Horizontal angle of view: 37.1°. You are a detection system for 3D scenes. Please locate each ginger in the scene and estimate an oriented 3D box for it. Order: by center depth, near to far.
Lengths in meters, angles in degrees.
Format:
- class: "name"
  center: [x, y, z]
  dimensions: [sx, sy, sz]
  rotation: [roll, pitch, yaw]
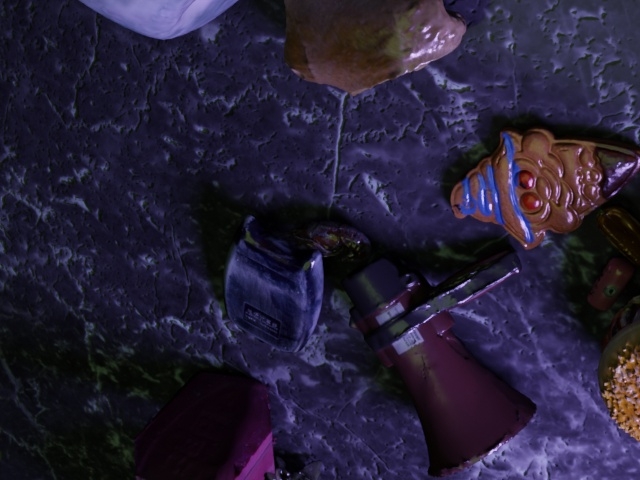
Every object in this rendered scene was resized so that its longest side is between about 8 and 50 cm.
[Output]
- class: "ginger"
  center: [0.057, -0.304, 1.262]
  dimensions: [0.275, 0.130, 0.221]
  rotation: [-31, 91, 27]

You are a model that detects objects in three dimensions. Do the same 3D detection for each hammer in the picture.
- class: "hammer"
  center: [0.408, 0.062, 1.339]
  dimensions: [0.043, 0.043, 0.083]
  rotation: [30, 124, 7]

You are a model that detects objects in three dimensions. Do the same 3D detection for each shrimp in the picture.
- class: "shrimp"
  center: [0.000, 0.000, 1.481]
  dimensions: [0.165, 0.056, 0.065]
  rotation: [3, 122, 26]

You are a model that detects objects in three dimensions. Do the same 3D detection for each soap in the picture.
- class: "soap"
  center: [-0.193, 0.358, 1.587]
  dimensions: [0.220, 0.325, 0.127]
  rotation: [4, 120, 25]

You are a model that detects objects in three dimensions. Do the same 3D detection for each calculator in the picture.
- class: "calculator"
  center: [-0.082, 0.084, 1.547]
  dimensions: [0.177, 0.040, 0.268]
  rotation: [27, 140, 15]

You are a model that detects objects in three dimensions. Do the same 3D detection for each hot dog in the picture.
- class: "hot dog"
  center: [0.426, -0.002, 1.306]
  dimensions: [0.049, 0.037, 0.122]
  rotation: [-40, 101, 22]

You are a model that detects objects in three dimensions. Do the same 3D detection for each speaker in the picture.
- class: "speaker"
  center: [0.190, 0.157, 1.409]
  dimensions: [0.259, 0.198, 0.330]
  rotation: [-27, 94, 45]

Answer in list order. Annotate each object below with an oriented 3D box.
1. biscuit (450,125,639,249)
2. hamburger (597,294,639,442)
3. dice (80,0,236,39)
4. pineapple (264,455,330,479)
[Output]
- class: "biscuit"
  center: [0.307, -0.078, 1.321]
  dimensions: [0.280, 0.043, 0.183]
  rotation: [-11, 113, 31]
- class: "hamburger"
  center: [0.513, 0.177, 1.242]
  dimensions: [0.302, 0.170, 0.302]
  rotation: [22, 140, 19]
- class: "dice"
  center: [-0.174, -0.473, 1.158]
  dimensions: [0.330, 0.348, 0.328]
  rotation: [-39, 96, 27]
- class: "pineapple"
  center: [-0.159, 0.476, 1.722]
  dimensions: [0.362, 0.202, 0.202]
  rotation: [-10, 111, 16]
